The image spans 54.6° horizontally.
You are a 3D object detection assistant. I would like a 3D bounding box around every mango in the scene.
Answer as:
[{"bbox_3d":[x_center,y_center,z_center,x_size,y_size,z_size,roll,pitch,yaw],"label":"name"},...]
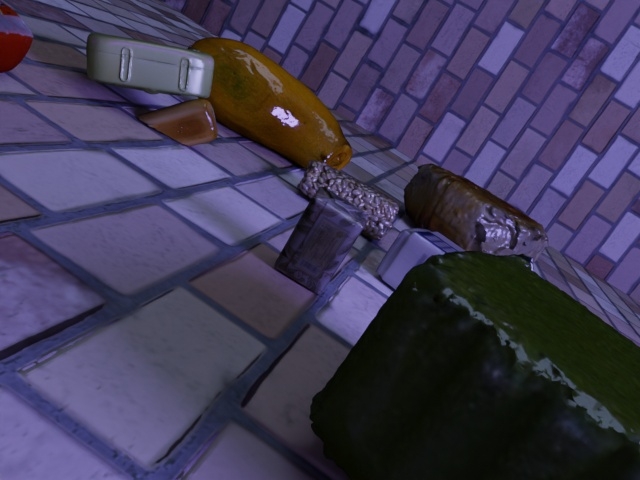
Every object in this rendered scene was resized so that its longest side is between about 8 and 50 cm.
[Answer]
[{"bbox_3d":[-0.093,-0.247,1.150,0.359,0.144,0.187,33,27,-17],"label":"mango"}]

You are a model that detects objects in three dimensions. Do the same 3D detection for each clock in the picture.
[{"bbox_3d":[-0.261,-0.258,0.921,0.170,0.069,0.232,3,14,-24],"label":"clock"}]

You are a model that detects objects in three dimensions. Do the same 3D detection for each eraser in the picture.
[{"bbox_3d":[0.215,0.090,0.803,0.279,0.081,0.124,37,16,20],"label":"eraser"}]

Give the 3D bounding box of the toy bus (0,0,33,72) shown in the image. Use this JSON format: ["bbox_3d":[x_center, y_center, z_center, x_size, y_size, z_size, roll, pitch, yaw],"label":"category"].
[{"bbox_3d":[-0.375,-0.220,0.656,0.077,0.079,0.174,39,14,-7],"label":"toy bus"}]

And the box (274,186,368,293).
[{"bbox_3d":[0.000,0.000,0.639,0.062,0.098,0.045,33,26,-2],"label":"box"}]

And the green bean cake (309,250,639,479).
[{"bbox_3d":[0.147,0.130,0.413,0.250,0.156,0.247,37,18,19],"label":"green bean cake"}]

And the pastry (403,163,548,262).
[{"bbox_3d":[0.323,-0.038,1.291,0.329,0.136,0.330,28,15,-8],"label":"pastry"}]

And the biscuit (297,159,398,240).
[{"bbox_3d":[0.044,-0.066,0.987,0.168,0.070,0.082,31,7,4],"label":"biscuit"}]

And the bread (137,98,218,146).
[{"bbox_3d":[-0.197,-0.162,0.875,0.049,0.103,0.062,-92,166,-59],"label":"bread"}]
